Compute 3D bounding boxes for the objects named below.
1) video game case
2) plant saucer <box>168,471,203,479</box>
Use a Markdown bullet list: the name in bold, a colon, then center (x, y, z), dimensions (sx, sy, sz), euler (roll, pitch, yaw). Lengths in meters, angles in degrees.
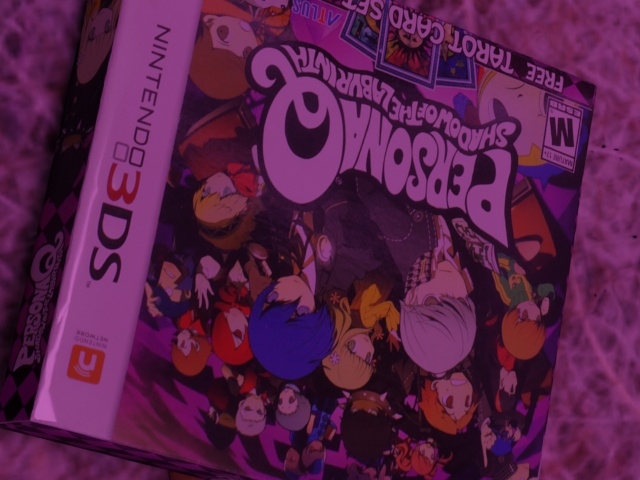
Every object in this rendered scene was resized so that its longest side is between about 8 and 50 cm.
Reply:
- **video game case**: center (0.000, 0.000, 0.781), dimensions (0.232, 0.042, 0.210), euler (19, 73, -28)
- **plant saucer**: center (-0.023, 0.084, 0.791), dimensions (0.083, 0.015, 0.083), euler (0, 89, -30)
